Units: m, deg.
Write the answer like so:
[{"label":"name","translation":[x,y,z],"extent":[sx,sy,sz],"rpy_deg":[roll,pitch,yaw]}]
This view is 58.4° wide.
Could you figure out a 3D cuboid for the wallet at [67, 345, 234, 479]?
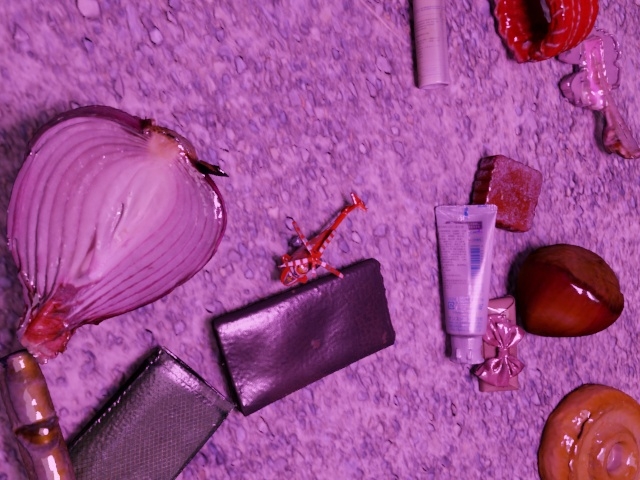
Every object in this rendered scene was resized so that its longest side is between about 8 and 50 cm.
[{"label":"wallet","translation":[-0.264,0.295,0.861],"extent":[0.160,0.055,0.236],"rpy_deg":[45,79,-15]}]

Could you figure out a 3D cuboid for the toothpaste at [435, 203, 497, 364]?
[{"label":"toothpaste","translation":[0.278,0.081,1.093],"extent":[0.114,0.073,0.299],"rpy_deg":[0,91,12]}]

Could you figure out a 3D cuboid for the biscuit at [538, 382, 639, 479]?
[{"label":"biscuit","translation":[0.610,0.465,1.243],"extent":[0.296,0.102,0.296],"rpy_deg":[-1,92,-22]}]

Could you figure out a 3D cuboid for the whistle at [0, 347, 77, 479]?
[{"label":"whistle","translation":[-0.366,0.305,0.775],"extent":[0.057,0.068,0.326],"rpy_deg":[-19,86,-31]}]

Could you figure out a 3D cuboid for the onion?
[{"label":"onion","translation":[-0.296,-0.010,0.792],"extent":[0.267,0.159,0.348],"rpy_deg":[37,95,-12]}]

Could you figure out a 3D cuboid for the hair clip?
[{"label":"hair clip","translation":[0.607,-0.309,1.235],"extent":[0.173,0.069,0.300],"rpy_deg":[-17,88,-25]}]

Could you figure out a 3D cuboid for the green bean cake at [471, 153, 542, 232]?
[{"label":"green bean cake","translation":[0.368,-0.092,1.140],"extent":[0.135,0.056,0.135],"rpy_deg":[17,84,-22]}]

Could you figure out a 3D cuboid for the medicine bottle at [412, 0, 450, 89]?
[{"label":"medicine bottle","translation":[0.202,-0.400,1.054],"extent":[0.059,0.059,0.230],"rpy_deg":[-6,94,-24]}]

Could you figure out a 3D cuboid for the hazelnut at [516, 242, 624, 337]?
[{"label":"hazelnut","translation":[0.480,0.112,1.141],"extent":[0.208,0.208,0.208],"rpy_deg":[-1,92,-25]}]

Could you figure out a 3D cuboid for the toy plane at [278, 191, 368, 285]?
[{"label":"toy plane","translation":[-0.006,-0.005,0.965],"extent":[0.126,0.077,0.194],"rpy_deg":[29,72,-26]}]

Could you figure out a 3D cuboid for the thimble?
[{"label":"thimble","translation":[0.430,-0.449,1.101],"extent":[0.125,0.163,0.189],"rpy_deg":[-27,102,-23]}]

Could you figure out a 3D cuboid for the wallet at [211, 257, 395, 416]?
[{"label":"wallet","translation":[-0.018,0.156,0.978],"extent":[0.321,0.044,0.170],"rpy_deg":[-20,100,-26]}]

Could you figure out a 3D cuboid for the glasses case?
[{"label":"glasses case","translation":[0.350,0.211,1.131],"extent":[0.103,0.070,0.193],"rpy_deg":[-5,93,-23]}]
